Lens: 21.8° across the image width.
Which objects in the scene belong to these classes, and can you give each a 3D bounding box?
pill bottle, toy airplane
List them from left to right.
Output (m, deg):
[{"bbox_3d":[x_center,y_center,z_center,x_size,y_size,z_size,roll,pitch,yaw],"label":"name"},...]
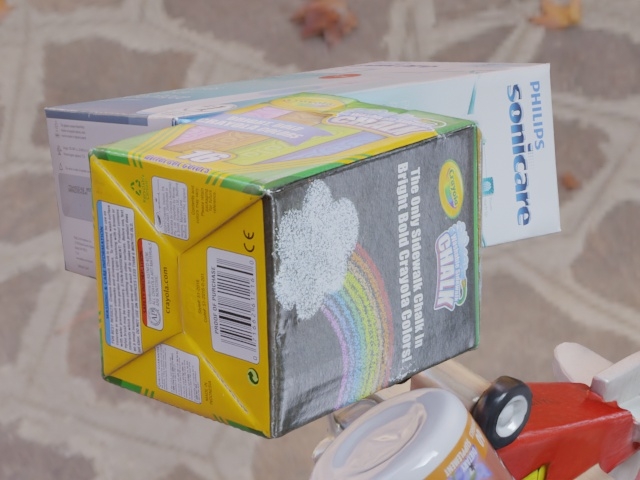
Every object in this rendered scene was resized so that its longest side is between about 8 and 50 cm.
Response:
[{"bbox_3d":[0.096,0.215,1.121,0.121,0.216,0.121,-32,17,11],"label":"pill bottle"},{"bbox_3d":[0.173,0.219,1.482,0.384,0.272,0.386,18,13,-5],"label":"toy airplane"}]

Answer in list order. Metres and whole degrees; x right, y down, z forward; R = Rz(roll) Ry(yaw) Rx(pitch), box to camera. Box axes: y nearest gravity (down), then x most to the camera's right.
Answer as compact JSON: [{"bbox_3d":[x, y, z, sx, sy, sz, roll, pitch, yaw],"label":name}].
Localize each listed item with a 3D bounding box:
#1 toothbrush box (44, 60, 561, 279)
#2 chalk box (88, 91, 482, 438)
[{"bbox_3d":[-0.012,-0.050,1.167,0.295,0.126,0.216,-10,11,-29],"label":"toothbrush box"},{"bbox_3d":[0.000,0.000,0.886,0.132,0.132,0.213,13,22,40],"label":"chalk box"}]
